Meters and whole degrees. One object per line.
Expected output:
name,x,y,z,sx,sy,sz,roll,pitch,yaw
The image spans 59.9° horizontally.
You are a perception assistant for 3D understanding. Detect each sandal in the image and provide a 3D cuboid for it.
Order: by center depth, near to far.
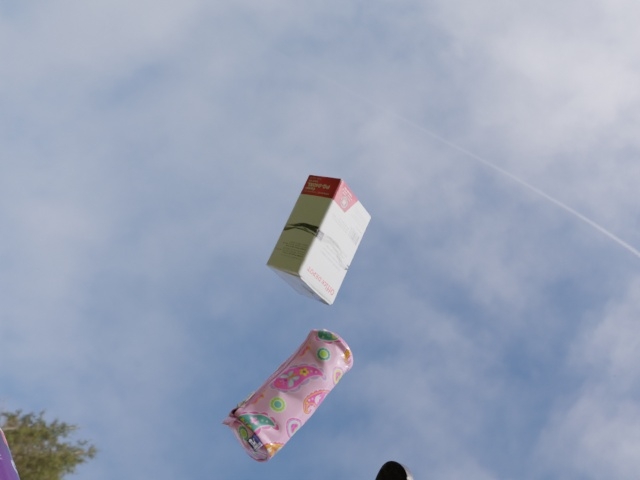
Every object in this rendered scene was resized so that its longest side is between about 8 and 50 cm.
sandal,0.095,0.543,1.052,0.097,0.054,0.254,3,-114,49

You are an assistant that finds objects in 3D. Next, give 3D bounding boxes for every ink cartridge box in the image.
ink cartridge box,0.000,0.000,0.788,0.063,0.109,0.150,13,-111,34

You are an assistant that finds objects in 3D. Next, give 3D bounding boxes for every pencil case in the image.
pencil case,-0.059,0.298,1.095,0.124,0.124,0.284,27,-129,30

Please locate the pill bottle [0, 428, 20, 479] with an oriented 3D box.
pill bottle,-0.633,0.434,0.971,0.323,0.181,0.181,35,-85,42
